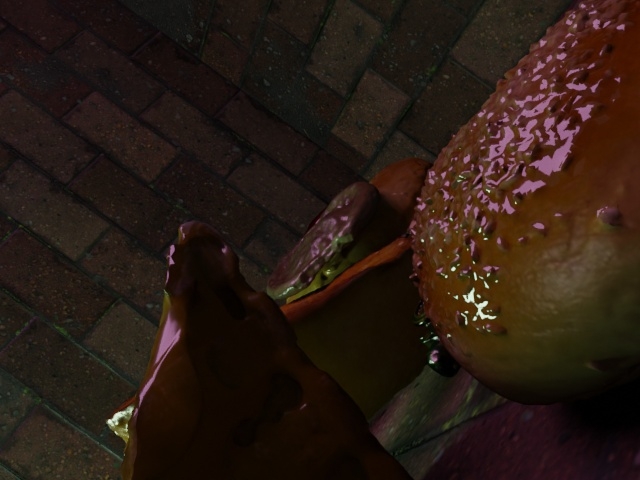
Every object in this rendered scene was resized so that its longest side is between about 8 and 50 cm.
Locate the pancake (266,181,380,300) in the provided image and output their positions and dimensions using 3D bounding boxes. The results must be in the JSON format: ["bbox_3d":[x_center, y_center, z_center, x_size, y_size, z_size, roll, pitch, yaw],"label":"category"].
[{"bbox_3d":[-0.001,-0.001,1.140,0.236,0.042,0.222,-43,15,28],"label":"pancake"}]

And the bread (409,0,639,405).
[{"bbox_3d":[0.139,-0.002,0.444,0.192,0.171,0.314,-50,-2,-13],"label":"bread"}]

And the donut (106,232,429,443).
[{"bbox_3d":[-0.016,0.154,0.903,0.378,0.163,0.435,-32,-2,22],"label":"donut"}]

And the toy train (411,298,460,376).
[{"bbox_3d":[0.174,0.027,0.685,0.225,0.090,0.137,-54,6,-33],"label":"toy train"}]

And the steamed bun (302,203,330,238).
[{"bbox_3d":[0.080,0.030,1.701,0.379,0.248,0.235,-55,-1,1],"label":"steamed bun"}]

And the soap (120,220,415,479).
[{"bbox_3d":[-0.134,0.202,0.561,0.339,0.304,0.169,-38,-9,-20],"label":"soap"}]

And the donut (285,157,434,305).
[{"bbox_3d":[0.096,0.048,1.305,0.448,0.198,0.449,-55,2,3],"label":"donut"}]
